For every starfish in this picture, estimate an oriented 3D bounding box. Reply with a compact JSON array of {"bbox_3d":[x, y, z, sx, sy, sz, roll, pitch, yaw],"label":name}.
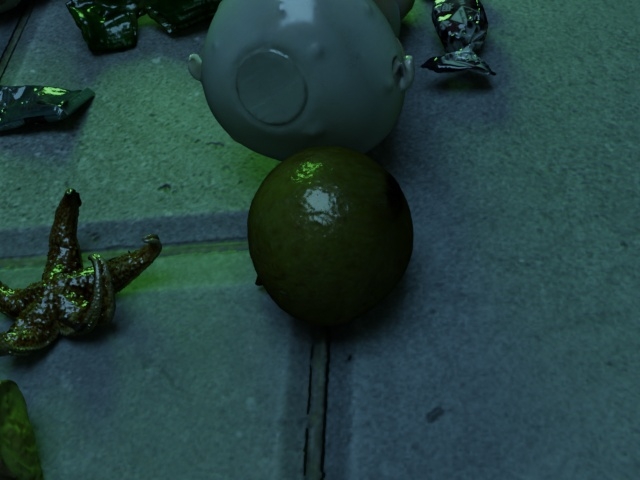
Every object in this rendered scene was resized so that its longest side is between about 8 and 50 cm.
[{"bbox_3d":[-0.241,0.027,0.805,0.190,0.074,0.146,-20,50,-5],"label":"starfish"}]

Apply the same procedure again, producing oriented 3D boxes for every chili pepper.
[{"bbox_3d":[-0.201,-0.312,1.091,0.253,0.083,0.099,-15,57,4],"label":"chili pepper"}]

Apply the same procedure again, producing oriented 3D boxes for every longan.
[{"bbox_3d":[0.000,0.000,0.744,0.145,0.176,0.154,42,34,-6],"label":"longan"}]

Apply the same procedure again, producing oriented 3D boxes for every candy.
[{"bbox_3d":[0.153,-0.255,0.984,0.094,0.051,0.226,-16,45,12],"label":"candy"}]

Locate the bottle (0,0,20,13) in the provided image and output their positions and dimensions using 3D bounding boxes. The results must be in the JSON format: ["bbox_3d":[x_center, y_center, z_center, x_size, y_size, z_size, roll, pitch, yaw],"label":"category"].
[{"bbox_3d":[-0.479,-0.361,1.165,0.253,0.120,0.120,-29,50,-12],"label":"bottle"}]

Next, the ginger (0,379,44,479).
[{"bbox_3d":[-0.360,0.176,0.684,0.263,0.116,0.109,-7,89,1],"label":"ginger"}]

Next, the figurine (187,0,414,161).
[{"bbox_3d":[0.022,-0.256,0.893,0.227,0.274,0.394,11,35,17],"label":"figurine"}]

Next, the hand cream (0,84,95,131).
[{"bbox_3d":[-0.403,-0.165,1.022,0.248,0.052,0.075,-2,50,10],"label":"hand cream"}]
